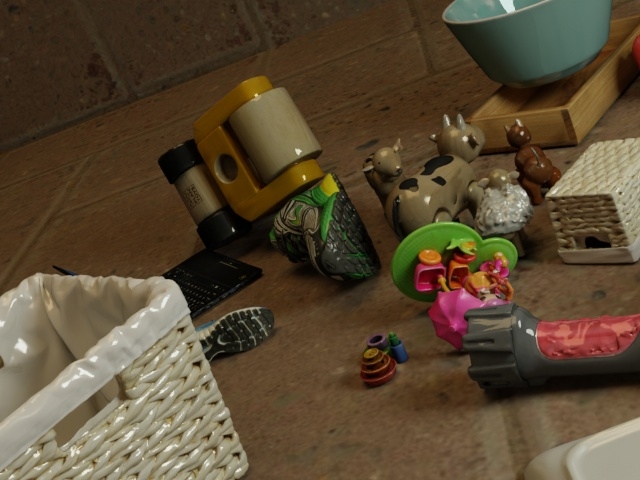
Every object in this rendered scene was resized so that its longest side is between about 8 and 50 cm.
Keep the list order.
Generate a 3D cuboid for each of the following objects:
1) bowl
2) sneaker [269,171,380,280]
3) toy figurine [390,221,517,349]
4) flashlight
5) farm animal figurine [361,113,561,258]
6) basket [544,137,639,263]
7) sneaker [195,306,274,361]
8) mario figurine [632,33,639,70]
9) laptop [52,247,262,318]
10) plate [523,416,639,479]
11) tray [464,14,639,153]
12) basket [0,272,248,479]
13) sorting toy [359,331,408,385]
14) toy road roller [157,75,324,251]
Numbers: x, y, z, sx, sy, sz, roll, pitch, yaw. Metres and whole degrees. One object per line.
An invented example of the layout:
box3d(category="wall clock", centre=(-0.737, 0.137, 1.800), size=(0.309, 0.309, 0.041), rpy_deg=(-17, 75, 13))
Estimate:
box3d(category="bowl", centre=(0.389, -0.382, 1.783), size=(0.312, 0.163, 0.311), rpy_deg=(-20, 21, 8))
box3d(category="sneaker", centre=(0.000, 0.000, 1.578), size=(0.146, 0.134, 0.343), rpy_deg=(-30, 13, 3))
box3d(category="toy figurine", centre=(0.190, 0.071, 1.263), size=(0.173, 0.130, 0.159), rpy_deg=(-2, 34, -10))
box3d(category="flashlight", centre=(0.303, 0.094, 1.052), size=(0.304, 0.103, 0.103), rpy_deg=(-6, 62, 27))
box3d(category="farm animal figurine", centre=(0.180, -0.093, 1.514), size=(0.331, 0.172, 0.326), rpy_deg=(-10, 26, 30))
box3d(category="basket", centre=(0.386, -0.055, 1.318), size=(0.113, 0.103, 0.167), rpy_deg=(-2, 32, 45))
box3d(category="sneaker", centre=(-0.146, 0.133, 1.476), size=(0.162, 0.063, 0.073), rpy_deg=(-22, 19, 4))
box3d(category="mario figurine", centre=(0.662, -0.374, 1.684), size=(0.321, 0.170, 0.198), rpy_deg=(-33, 25, -25))
box3d(category="laptop", centre=(-0.279, 0.049, 1.696), size=(0.264, 0.136, 0.234), rpy_deg=(-33, 24, -22))
box3d(category="plate", centre=(0.330, 0.214, 0.845), size=(0.278, 0.045, 0.277), rpy_deg=(-21, 22, 4))
box3d(category="tray", centre=(0.453, -0.289, 1.822), size=(0.203, 0.076, 0.411), rpy_deg=(-2, 29, 43))
box3d(category="basket", centre=(-0.312, 0.230, 1.150), size=(0.331, 0.266, 0.328), rpy_deg=(0, 32, 46))
box3d(category="sorting toy", centre=(0.076, 0.140, 1.265), size=(0.061, 0.042, 0.102), rpy_deg=(-19, 22, 12))
box3d(category="toy road roller", centre=(-0.110, -0.145, 1.815), size=(0.330, 0.202, 0.241), rpy_deg=(-34, -6, 38))
